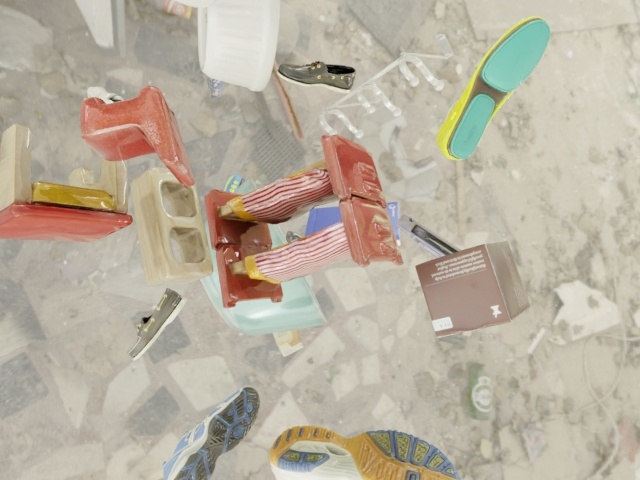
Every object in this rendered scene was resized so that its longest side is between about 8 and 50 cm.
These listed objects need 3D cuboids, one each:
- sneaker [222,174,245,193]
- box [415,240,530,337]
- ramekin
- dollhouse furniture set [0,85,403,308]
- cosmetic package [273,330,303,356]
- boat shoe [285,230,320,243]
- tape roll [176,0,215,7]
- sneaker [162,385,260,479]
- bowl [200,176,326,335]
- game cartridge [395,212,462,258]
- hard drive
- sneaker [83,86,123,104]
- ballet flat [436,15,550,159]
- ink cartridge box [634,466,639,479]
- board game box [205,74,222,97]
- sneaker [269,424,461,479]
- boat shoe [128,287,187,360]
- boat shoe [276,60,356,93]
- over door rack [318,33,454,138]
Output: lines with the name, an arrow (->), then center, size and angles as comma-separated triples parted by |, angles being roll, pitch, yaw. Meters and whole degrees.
sneaker -> -0.302, -0.131, 1.594 | 0.188, 0.067, 0.078 | -57, 154, 17
box -> 0.347, 0.105, 1.084 | 0.203, 0.168, 0.167 | -3, 75, -57
ramekin -> -0.173, -0.443, 0.961 | 0.127, 0.273, 0.273 | -2, 83, -18
dollhouse furniture set -> -0.093, -0.019, 0.484 | 0.374, 0.201, 0.152 | 3, 70, -57
cosmetic package -> -0.093, 0.234, 1.243 | 0.060, 0.041, 0.115 | -25, 103, -17
boat shoe -> 0.000, 0.000, 1.335 | 0.206, 0.075, 0.065 | -2, 77, -22
tape roll -> -0.246, -0.475, 0.686 | 0.286, 0.286, 0.100 | 32, 84, -21
sneaker -> -0.193, 0.335, 0.831 | 0.211, 0.081, 0.080 | -45, 121, -23
bowl -> -0.129, 0.053, 0.912 | 0.163, 0.311, 0.312 | -27, 96, -2
game cartridge -> 0.393, 0.052, 1.404 | 0.355, 0.230, 0.068 | 36, 92, 22
hard drive -> 0.111, -0.051, 1.651 | 0.210, 0.318, 0.040 | -81, 163, -50
sneaker -> -0.727, -0.467, 1.632 | 0.115, 0.232, 0.090 | -13, 127, -12
ballet flat -> 0.250, -0.232, 0.734 | 0.077, 0.077, 0.231 | 24, 108, -21
ink cartridge box -> 0.739, 0.450, 0.826 | 0.272, 0.198, 0.115 | -21, 113, -4
board game box -> -0.383, -0.635, 1.701 | 0.042, 0.243, 0.165 | -12, 85, -15
sneaker -> 0.068, 0.372, 0.740 | 0.112, 0.296, 0.131 | -42, 128, -57
boat shoe -> -0.465, 0.232, 1.332 | 0.068, 0.081, 0.228 | 39, 94, -11
boat shoe -> -0.005, -0.272, 0.778 | 0.133, 0.042, 0.049 | 2, 43, -23
over door rack -> 0.167, -0.343, 1.096 | 0.108, 0.239, 0.324 | 58, 39, -11
